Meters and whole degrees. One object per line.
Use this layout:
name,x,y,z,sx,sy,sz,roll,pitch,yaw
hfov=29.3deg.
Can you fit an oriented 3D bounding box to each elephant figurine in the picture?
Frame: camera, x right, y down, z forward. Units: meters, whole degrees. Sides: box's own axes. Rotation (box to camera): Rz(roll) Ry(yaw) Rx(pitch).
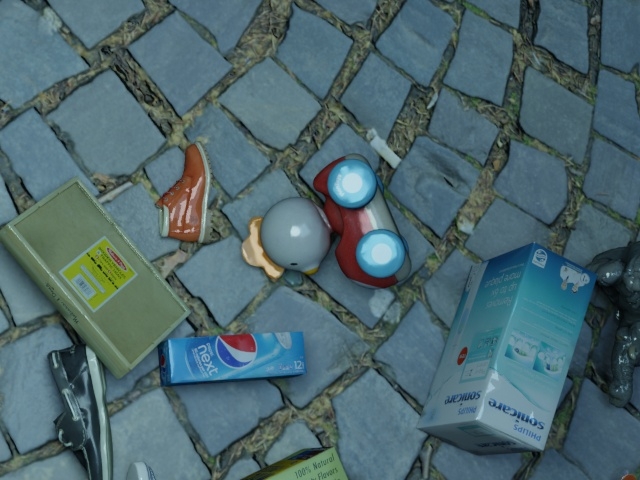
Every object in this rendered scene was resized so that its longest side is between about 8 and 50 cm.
elephant figurine,0.548,0.129,2.063,0.239,0.186,0.169,68,23,-8

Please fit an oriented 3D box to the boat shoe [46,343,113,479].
boat shoe,-0.335,0.263,1.729,0.079,0.084,0.233,-9,83,-6

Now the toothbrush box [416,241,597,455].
toothbrush box,0.287,0.175,1.902,0.126,0.216,0.295,25,72,-14

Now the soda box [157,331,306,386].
soda box,-0.131,0.176,1.820,0.210,0.071,0.067,-2,80,-21

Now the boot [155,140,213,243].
boot,-0.207,-0.075,1.854,0.084,0.059,0.158,3,79,-15

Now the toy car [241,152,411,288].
toy car,0.000,0.000,1.869,0.238,0.219,0.210,-22,88,6

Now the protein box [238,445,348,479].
protein box,-0.047,0.430,1.764,0.200,0.136,0.201,-22,88,-23

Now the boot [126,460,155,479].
boot,-0.223,0.404,1.748,0.086,0.069,0.190,-6,89,-29

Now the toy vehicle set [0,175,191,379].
toy vehicle set,-0.320,0.050,1.754,0.267,0.035,0.166,51,38,-4

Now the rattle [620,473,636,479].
rattle,0.443,0.481,1.998,0.130,0.143,0.200,39,47,-43
